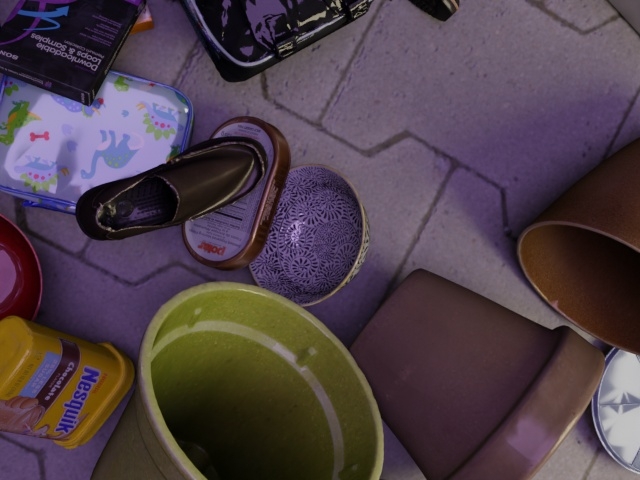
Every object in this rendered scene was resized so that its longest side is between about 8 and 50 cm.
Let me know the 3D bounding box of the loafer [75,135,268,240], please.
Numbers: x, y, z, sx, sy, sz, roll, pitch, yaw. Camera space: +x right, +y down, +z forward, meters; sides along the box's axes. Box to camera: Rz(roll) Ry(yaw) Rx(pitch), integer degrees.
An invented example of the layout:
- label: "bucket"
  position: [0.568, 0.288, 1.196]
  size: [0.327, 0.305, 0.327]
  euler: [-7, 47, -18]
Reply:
- label: "loafer"
  position: [-0.152, -0.049, 0.796]
  size: [0.220, 0.078, 0.080]
  euler: [-25, 109, -15]

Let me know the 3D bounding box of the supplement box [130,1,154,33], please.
- label: "supplement box"
  position: [-0.244, -0.297, 0.876]
  size: [0.062, 0.036, 0.098]
  euler: [-19, 94, -8]

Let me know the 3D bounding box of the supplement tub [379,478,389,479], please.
- label: "supplement tub"
  position: [0.058, 0.466, 0.847]
  size: [0.228, 0.228, 0.316]
  euler: [-18, 94, -7]

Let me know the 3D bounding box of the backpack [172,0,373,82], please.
- label: "backpack"
  position: [-0.074, -0.332, 0.820]
  size: [0.225, 0.191, 0.253]
  euler: [-32, 103, -8]

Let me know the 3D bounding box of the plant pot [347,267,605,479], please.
- label: "plant pot"
  position: [0.155, 0.161, 0.861]
  size: [0.229, 0.263, 0.263]
  euler: [39, 86, 10]

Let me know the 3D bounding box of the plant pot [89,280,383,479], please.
- label: "plant pot"
  position: [-0.117, 0.227, 0.786]
  size: [0.276, 0.276, 0.254]
  euler: [37, 123, -8]

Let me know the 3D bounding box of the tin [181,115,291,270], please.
- label: "tin"
  position: [-0.104, -0.057, 0.882]
  size: [0.106, 0.040, 0.189]
  euler: [17, 89, 25]

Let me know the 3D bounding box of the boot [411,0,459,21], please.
- label: "boot"
  position: [0.135, -0.388, 0.911]
  size: [0.137, 0.077, 0.198]
  euler: [-43, 98, -10]

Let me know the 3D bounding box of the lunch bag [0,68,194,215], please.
- label: "lunch bag"
  position: [-0.266, -0.112, 0.852]
  size: [0.219, 0.090, 0.176]
  euler: [13, 90, -9]

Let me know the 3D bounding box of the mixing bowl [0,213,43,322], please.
- label: "mixing bowl"
  position: [-0.400, 0.046, 0.834]
  size: [0.181, 0.098, 0.181]
  euler: [0, 91, -9]

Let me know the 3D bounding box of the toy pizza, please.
- label: "toy pizza"
  position: [0.452, 0.216, 0.989]
  size: [0.201, 0.032, 0.201]
  euler: [0, 89, -11]

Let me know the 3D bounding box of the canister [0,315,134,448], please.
- label: "canister"
  position: [-0.304, 0.159, 0.811]
  size: [0.073, 0.170, 0.126]
  euler: [36, 87, 31]

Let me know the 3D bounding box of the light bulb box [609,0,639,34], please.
- label: "light bulb box"
  position: [0.471, -0.487, 0.875]
  size: [0.358, 0.225, 0.361]
  euler: [44, 87, -7]

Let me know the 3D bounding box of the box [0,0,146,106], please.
- label: "box"
  position: [-0.276, -0.233, 0.805]
  size: [0.116, 0.029, 0.162]
  euler: [20, 63, -5]

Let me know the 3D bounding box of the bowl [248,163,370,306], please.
- label: "bowl"
  position: [0.000, 0.000, 0.884]
  size: [0.170, 0.080, 0.170]
  euler: [-9, 74, 33]

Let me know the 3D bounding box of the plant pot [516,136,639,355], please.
- label: "plant pot"
  position: [0.412, -0.026, 0.897]
  size: [0.237, 0.237, 0.254]
  euler: [44, 72, -7]
